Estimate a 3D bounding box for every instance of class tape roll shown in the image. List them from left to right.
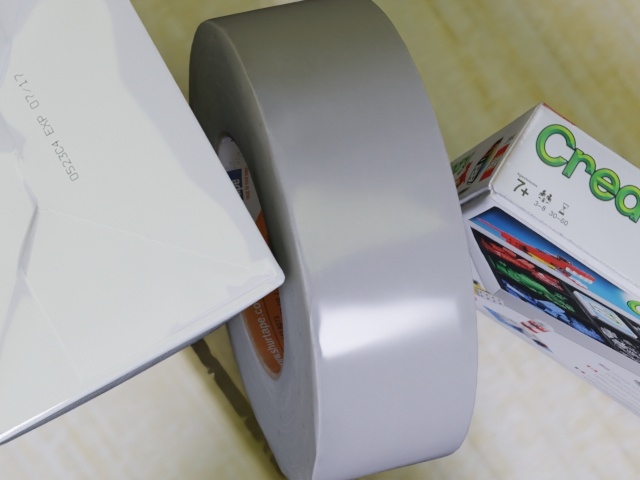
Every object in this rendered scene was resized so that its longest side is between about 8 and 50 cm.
[{"bbox_3d":[0.000,0.000,0.766,0.072,0.219,0.219,-11,84,-13],"label":"tape roll"}]

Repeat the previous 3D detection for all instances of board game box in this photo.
[{"bbox_3d":[0.189,0.055,0.811,0.305,0.193,0.053,34,77,-6],"label":"board game box"}]

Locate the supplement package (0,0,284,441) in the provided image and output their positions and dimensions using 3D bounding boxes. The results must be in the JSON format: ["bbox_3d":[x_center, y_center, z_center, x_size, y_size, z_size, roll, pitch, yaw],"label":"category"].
[{"bbox_3d":[-0.139,-0.019,0.749,0.149,0.203,0.194,-28,88,-13],"label":"supplement package"}]
